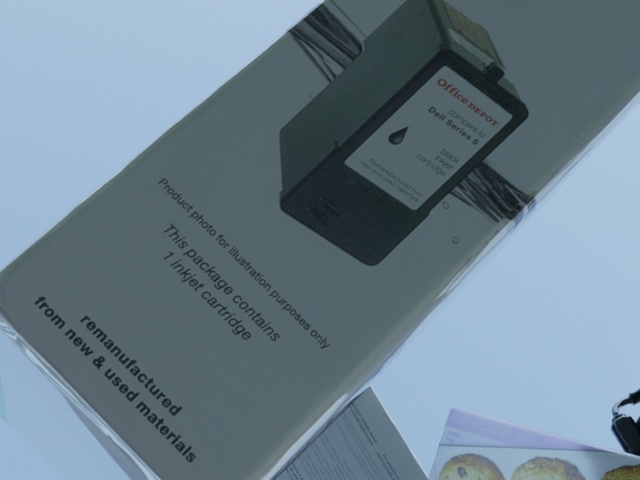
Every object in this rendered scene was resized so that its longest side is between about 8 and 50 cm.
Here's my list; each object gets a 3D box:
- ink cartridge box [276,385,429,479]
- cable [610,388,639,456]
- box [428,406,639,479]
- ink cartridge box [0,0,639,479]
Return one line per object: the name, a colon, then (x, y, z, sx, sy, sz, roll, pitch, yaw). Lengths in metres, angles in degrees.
ink cartridge box: (-0.009, 0.214, 0.884, 0.224, 0.045, 0.223, -16, -115, -38)
cable: (0.269, 0.110, 0.754, 0.184, 0.150, 0.047, -29, -52, 18)
box: (0.163, 0.134, 0.553, 0.063, 0.324, 0.067, 20, -97, -28)
ink cartridge box: (0.000, 0.000, 0.529, 0.115, 0.198, 0.273, 45, -112, 5)
